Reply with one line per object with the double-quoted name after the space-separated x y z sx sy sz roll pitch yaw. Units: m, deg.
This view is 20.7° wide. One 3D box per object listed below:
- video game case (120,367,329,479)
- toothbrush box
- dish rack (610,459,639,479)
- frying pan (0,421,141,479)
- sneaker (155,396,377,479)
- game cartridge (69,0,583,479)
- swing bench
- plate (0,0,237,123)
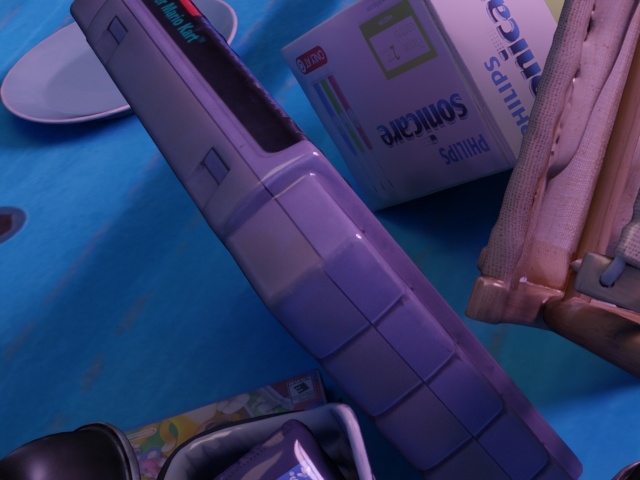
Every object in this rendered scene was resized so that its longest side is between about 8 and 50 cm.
-0.044 0.130 0.855 0.119 0.015 0.166 -18 31 1 "video game case"
0.148 -0.143 1.010 0.283 0.122 0.206 -33 6 -19 "toothbrush box"
0.148 0.192 0.532 0.208 0.074 0.271 26 53 12 "dish rack"
-0.140 0.133 0.761 0.197 0.053 0.326 -59 26 21 "frying pan"
0.035 0.158 0.633 0.099 0.153 0.282 -35 35 -24 "sneaker"
0.000 0.000 0.830 0.068 0.230 0.355 -37 33 -1 "game cartridge"
0.179 -0.064 0.723 0.165 0.253 0.254 15 2 -22 "swing bench"
-0.149 -0.131 1.316 0.188 0.024 0.188 -13 32 9 "plate"
